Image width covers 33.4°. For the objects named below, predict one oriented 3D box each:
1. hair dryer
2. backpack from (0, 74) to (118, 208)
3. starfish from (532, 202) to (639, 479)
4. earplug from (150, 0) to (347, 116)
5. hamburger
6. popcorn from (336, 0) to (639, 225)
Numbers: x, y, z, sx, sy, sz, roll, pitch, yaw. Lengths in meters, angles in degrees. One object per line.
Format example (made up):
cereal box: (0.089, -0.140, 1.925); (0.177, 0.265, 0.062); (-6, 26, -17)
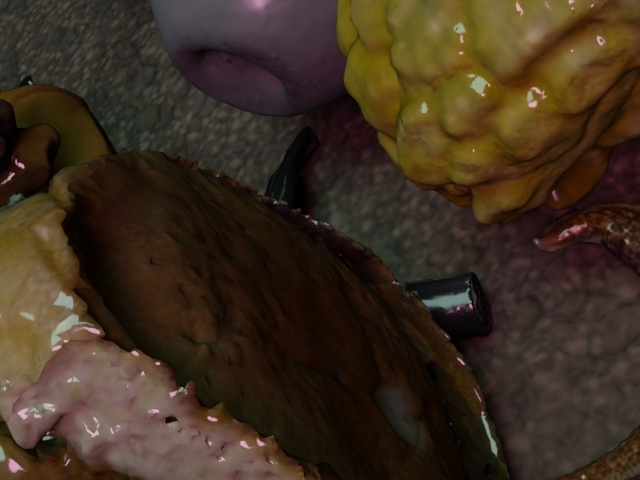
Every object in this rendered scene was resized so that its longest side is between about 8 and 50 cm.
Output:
hair dryer: (0.000, 0.000, 0.654); (0.196, 0.075, 0.219); (-16, 46, 19)
backpack: (-0.252, 0.073, 0.701); (0.354, 0.201, 0.378); (-23, 47, 31)
starfish: (0.191, 0.034, 0.471); (0.238, 0.057, 0.213); (-51, 51, 3)
earplug: (0.005, -0.228, 0.613); (0.175, 0.214, 0.325); (-71, 2, -64)
hamburger: (-0.041, 0.108, 0.446); (0.195, 0.318, 0.277); (-41, 16, 14)
popcorn: (0.134, -0.137, 0.510); (0.286, 0.225, 0.173); (-38, 77, 10)
